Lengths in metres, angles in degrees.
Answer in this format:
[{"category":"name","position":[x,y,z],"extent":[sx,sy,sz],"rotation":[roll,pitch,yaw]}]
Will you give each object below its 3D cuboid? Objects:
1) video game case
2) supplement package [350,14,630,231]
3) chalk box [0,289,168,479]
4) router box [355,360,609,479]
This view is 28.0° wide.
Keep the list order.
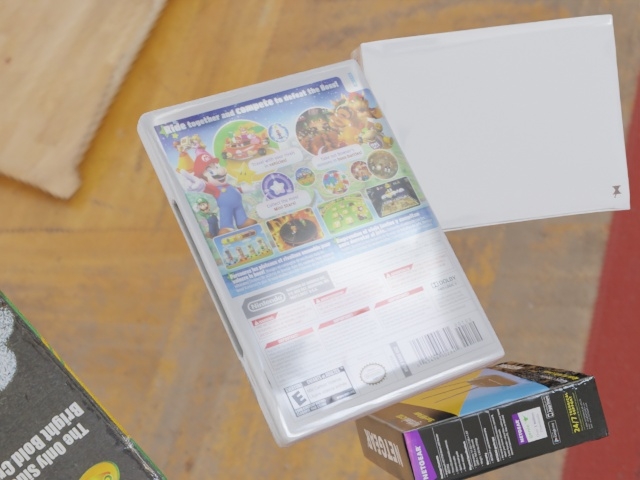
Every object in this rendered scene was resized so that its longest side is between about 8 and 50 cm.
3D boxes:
[{"category":"video game case","position":[0.000,0.000,0.438],"extent":[0.087,0.011,0.122],"rotation":[-18,74,-25]},{"category":"supplement package","position":[0.175,-0.121,1.365],"extent":[0.262,0.145,0.204],"rotation":[-7,96,-3]},{"category":"chalk box","position":[-0.229,0.200,0.981],"extent":[0.180,0.179,0.289],"rotation":[-40,81,-16]},{"category":"router box","position":[0.105,0.126,0.898],"extent":[0.133,0.179,0.046],"rotation":[-15,90,-10]}]
